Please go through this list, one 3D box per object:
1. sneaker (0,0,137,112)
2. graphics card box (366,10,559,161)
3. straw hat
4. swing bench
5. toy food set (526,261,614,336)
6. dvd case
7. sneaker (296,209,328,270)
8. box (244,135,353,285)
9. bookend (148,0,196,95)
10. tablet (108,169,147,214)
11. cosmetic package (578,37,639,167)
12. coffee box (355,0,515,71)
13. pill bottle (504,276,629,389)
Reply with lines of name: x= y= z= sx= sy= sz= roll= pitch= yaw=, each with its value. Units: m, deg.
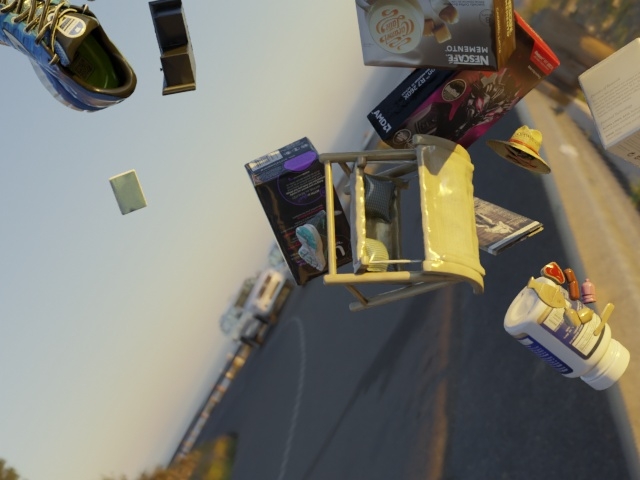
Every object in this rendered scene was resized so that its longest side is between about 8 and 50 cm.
sneaker: x=-0.367 y=-0.295 z=1.273 sx=0.147 sy=0.330 sz=0.130 roll=6 pitch=64 yaw=48
graphics card box: x=0.303 y=-0.320 z=2.048 sx=0.371 sy=0.232 sz=0.094 roll=-41 pitch=54 yaw=18
straw hat: x=0.389 y=-0.184 z=1.837 sx=0.061 sy=0.144 sz=0.144 roll=-62 pitch=3 yaw=-2
swing bench: x=0.144 y=-0.033 z=1.687 sx=0.165 sy=0.254 sz=0.253 roll=47 pitch=-143 yaw=-61
toy food set: x=0.342 y=0.075 z=1.329 sx=0.078 sy=0.122 sz=0.019 roll=-52 pitch=5 yaw=-24
dvd case: x=0.387 y=-0.037 z=2.283 sx=0.164 sy=0.221 sz=0.018 roll=-26 pitch=-56 yaw=-31
sneaker: x=0.000 y=0.000 z=1.875 sx=0.076 sy=0.065 sz=0.166 roll=-49 pitch=-16 yaw=-19
box: x=-0.039 y=-0.066 z=2.157 sx=0.165 sy=0.270 sz=0.143 roll=-24 pitch=27 yaw=-3
bookend: x=-0.310 y=-0.406 z=2.016 sx=0.157 sy=0.072 sz=0.156 roll=-103 pitch=3 yaw=-59
tablet: x=-0.376 y=-0.094 z=1.891 sx=0.054 sy=0.083 sz=0.006 roll=-22 pitch=30 yaw=-13
cosmetic package: x=0.643 y=-0.273 z=1.946 sx=0.151 sy=0.151 sz=0.184 roll=-34 pitch=54 yaw=35
coffee box: x=0.192 y=-0.369 z=1.619 sx=0.098 sy=0.246 sz=0.141 roll=-50 pitch=-41 yaw=-45
pill bottle: x=0.401 y=0.155 z=1.562 sx=0.112 sy=0.186 sz=0.112 roll=-50 pitch=9 yaw=11
